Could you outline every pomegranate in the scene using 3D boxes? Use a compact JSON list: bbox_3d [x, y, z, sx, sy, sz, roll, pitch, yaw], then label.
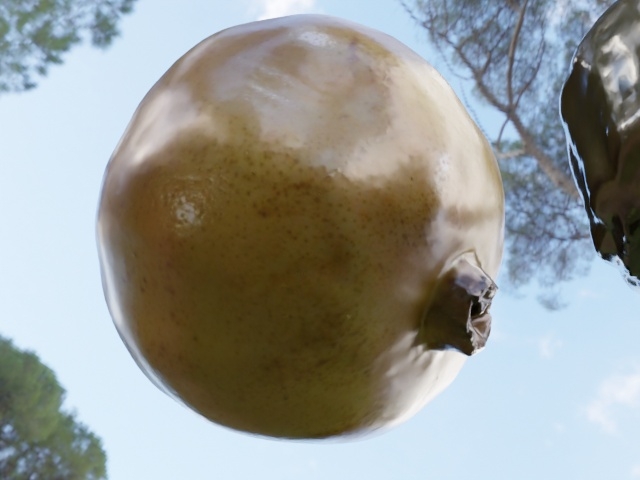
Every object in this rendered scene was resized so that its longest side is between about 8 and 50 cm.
[{"bbox_3d":[0.000,0.000,0.915,0.417,0.416,0.416,12,-47,14],"label":"pomegranate"}]

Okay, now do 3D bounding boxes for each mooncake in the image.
[{"bbox_3d":[0.319,-0.062,0.656,0.290,0.161,0.290,2,-41,2],"label":"mooncake"}]
